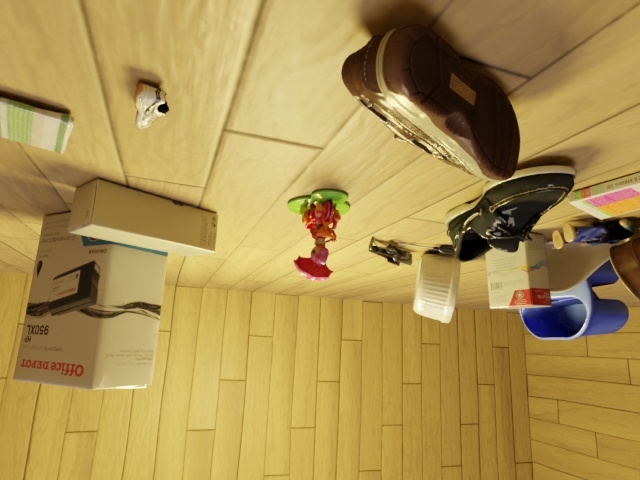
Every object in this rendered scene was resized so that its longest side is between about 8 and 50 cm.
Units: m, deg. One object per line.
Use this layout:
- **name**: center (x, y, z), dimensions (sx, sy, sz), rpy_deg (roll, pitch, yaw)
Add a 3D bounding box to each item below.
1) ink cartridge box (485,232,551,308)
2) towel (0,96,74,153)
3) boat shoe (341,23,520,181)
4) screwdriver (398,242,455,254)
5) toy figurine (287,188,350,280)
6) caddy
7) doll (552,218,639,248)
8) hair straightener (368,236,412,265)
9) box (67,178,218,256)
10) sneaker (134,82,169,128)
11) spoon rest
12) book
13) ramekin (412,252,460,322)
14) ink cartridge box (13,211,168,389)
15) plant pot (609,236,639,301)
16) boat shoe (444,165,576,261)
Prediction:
- **ink cartridge box**: center (0.481, 0.077, 1.075), dimensions (0.072, 0.175, 0.127), rpy_deg (6, 167, -24)
- **towel**: center (-0.410, -0.163, 0.569), dimensions (0.152, 0.023, 0.113), rpy_deg (14, 160, -33)
- **boat shoe**: center (0.124, -0.134, 0.464), dimensions (0.095, 0.095, 0.258), rpy_deg (9, 169, 46)
- **screwdriver**: center (0.295, 0.022, 1.203), dimensions (0.170, 0.025, 0.024), rpy_deg (3, 167, -6)
- **toy figurine**: center (0.000, 0.000, 0.871), dimensions (0.130, 0.159, 0.173), rpy_deg (7, 165, -18)
- **caddy**: center (0.694, 0.162, 1.265), dimensions (0.179, 0.241, 0.341), rpy_deg (-3, 167, -7)
- **doll**: center (0.606, -0.012, 0.951), dimensions (0.189, 0.046, 0.129), rpy_deg (-2, 158, -8)
- **hair straightener**: center (0.209, 0.029, 1.228), dimensions (0.089, 0.047, 0.230), rpy_deg (-7, 160, 33)
- **box**: center (-0.359, -0.038, 0.920), dimensions (0.113, 0.094, 0.275), rpy_deg (-9, 162, 38)
- **sneaker**: center (-0.201, -0.155, 0.526), dimensions (0.037, 0.031, 0.083), rpy_deg (7, 166, -19)
- **spoon rest**: center (0.637, 0.043, 1.058), dimensions (0.277, 0.137, 0.084), rpy_deg (-17, 148, 16)
- **book**: center (0.510, -0.077, 0.726), dimensions (0.096, 0.035, 0.144), rpy_deg (13, 163, -26)
- **ramekin**: center (0.340, 0.134, 1.300), dimensions (0.109, 0.207, 0.207), rpy_deg (9, 168, 11)
- **ink cartridge box**: center (-0.530, 0.136, 1.033), dimensions (0.286, 0.394, 0.166), rpy_deg (-5, 165, 28)
- **plant pot**: center (0.699, 0.036, 0.851), dimensions (0.167, 0.166, 0.165), rpy_deg (10, 141, -29)
- **boat shoe**: center (0.322, -0.029, 0.783), dimensions (0.127, 0.113, 0.340), rpy_deg (6, 166, -13)
